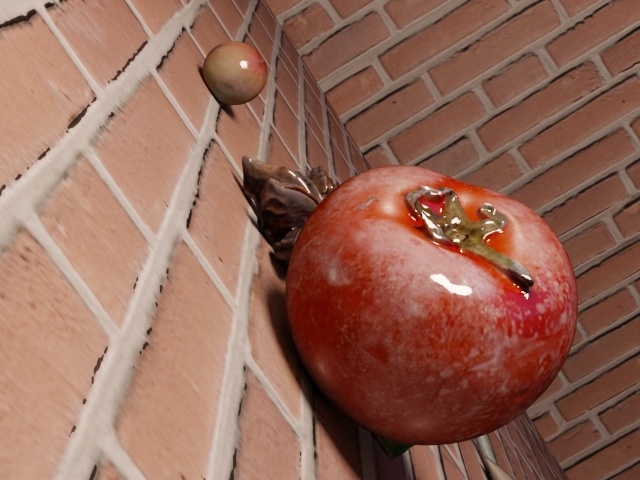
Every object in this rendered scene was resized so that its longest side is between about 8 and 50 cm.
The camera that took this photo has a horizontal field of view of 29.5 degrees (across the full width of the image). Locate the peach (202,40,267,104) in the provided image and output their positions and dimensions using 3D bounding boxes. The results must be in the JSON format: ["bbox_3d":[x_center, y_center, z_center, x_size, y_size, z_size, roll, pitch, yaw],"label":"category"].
[{"bbox_3d":[-0.106,-0.210,1.519,0.083,0.083,0.083,57,8,-12],"label":"peach"}]

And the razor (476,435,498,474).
[{"bbox_3d":[0.245,0.287,1.966,0.084,0.036,0.211,46,14,-49],"label":"razor"}]

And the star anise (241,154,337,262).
[{"bbox_3d":[0.000,0.001,1.328,0.231,0.089,0.209,48,24,-27],"label":"star anise"}]

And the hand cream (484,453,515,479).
[{"bbox_3d":[0.302,0.404,1.823,0.087,0.054,0.186,43,13,-38],"label":"hand cream"}]

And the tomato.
[{"bbox_3d":[0.095,0.066,1.121,0.270,0.227,0.270,14,34,-9],"label":"tomato"}]

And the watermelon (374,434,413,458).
[{"bbox_3d":[0.063,0.163,1.282,0.158,0.121,0.098,0,-64,46],"label":"watermelon"}]
